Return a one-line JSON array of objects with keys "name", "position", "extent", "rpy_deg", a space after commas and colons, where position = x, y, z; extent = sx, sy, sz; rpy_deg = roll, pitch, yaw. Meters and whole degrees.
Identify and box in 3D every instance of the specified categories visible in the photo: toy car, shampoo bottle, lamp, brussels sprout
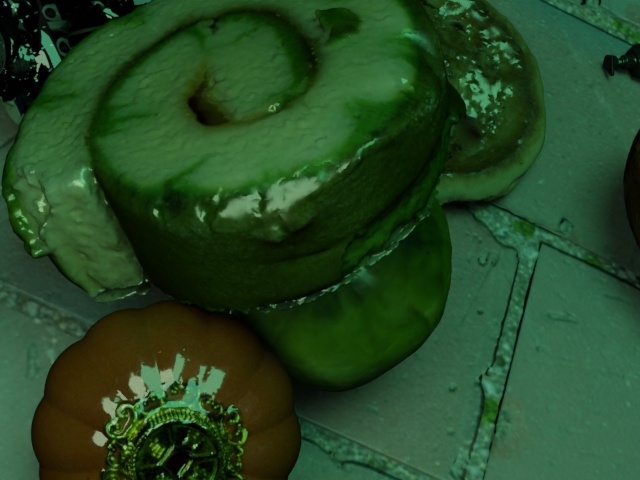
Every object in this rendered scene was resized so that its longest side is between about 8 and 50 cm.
[{"name": "toy car", "position": [-0.263, -0.223, 1.547], "extent": [0.193, 0.118, 0.301], "rpy_deg": [-9, 64, -38]}, {"name": "shampoo bottle", "position": [0.392, -0.209, 1.883], "extent": [0.137, 0.027, 0.048], "rpy_deg": [-4, 60, -25]}, {"name": "lamp", "position": [-0.126, 0.159, 1.324], "extent": [0.223, 0.196, 0.223], "rpy_deg": [-1, 97, -9]}, {"name": "brussels sprout", "position": [0.000, 0.000, 1.469], "extent": [0.219, 0.210, 0.271], "rpy_deg": [-33, 78, -12]}]

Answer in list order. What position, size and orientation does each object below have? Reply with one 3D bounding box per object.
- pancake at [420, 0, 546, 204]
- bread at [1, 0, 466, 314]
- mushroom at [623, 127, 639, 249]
[{"name": "pancake", "position": [0.088, -0.183, 1.711], "extent": [0.356, 0.065, 0.356], "rpy_deg": [14, 55, -20]}, {"name": "bread", "position": [-0.079, -0.088, 1.333], "extent": [0.382, 0.129, 0.366], "rpy_deg": [-30, 39, -5]}, {"name": "mushroom", "position": [0.485, -0.013, 1.702], "extent": [0.345, 0.239, 0.345], "rpy_deg": [-1, 60, 1]}]
